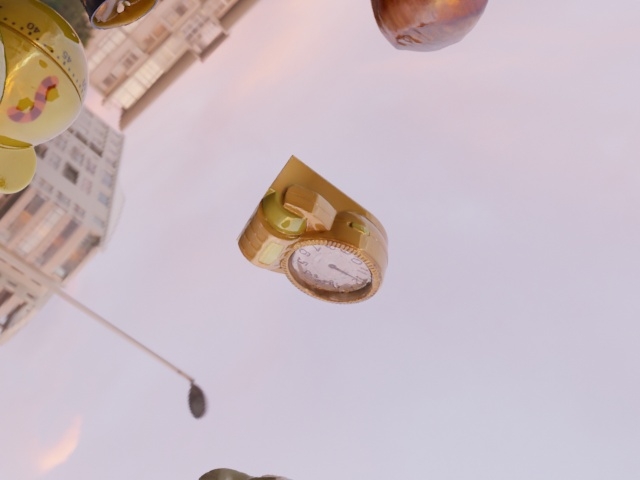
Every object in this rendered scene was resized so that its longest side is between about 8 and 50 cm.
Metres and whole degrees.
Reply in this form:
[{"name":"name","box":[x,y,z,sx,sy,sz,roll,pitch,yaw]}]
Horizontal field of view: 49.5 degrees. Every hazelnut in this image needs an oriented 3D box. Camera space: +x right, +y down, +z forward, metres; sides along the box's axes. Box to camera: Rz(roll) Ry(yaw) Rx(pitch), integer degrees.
[{"name":"hazelnut","box":[0.169,-0.413,1.134,0.176,0.214,0.214,-44,-155,-27]}]

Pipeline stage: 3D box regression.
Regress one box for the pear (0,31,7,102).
[{"name":"pear","box":[-0.700,-0.317,1.116,0.352,0.413,0.352,-21,-175,2]}]

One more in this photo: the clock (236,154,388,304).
[{"name":"clock","box":[0.000,0.000,1.497,0.244,0.317,0.200,-51,-167,53]}]

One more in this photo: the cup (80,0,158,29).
[{"name":"cup","box":[-0.541,-0.651,1.695,0.178,0.256,0.255,-27,177,-30]}]

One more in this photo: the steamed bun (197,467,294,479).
[{"name":"steamed bun","box":[-0.138,0.570,1.163,0.394,0.237,0.346,-30,-157,11]}]

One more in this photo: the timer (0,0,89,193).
[{"name":"timer","box":[-0.704,-0.339,1.510,0.376,0.376,0.387,-6,-127,50]}]
